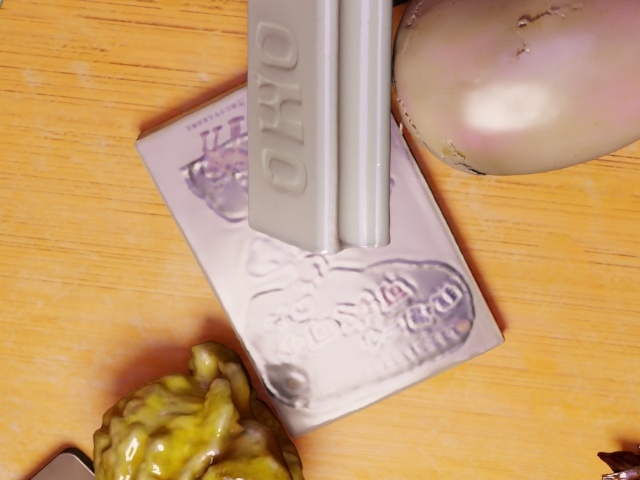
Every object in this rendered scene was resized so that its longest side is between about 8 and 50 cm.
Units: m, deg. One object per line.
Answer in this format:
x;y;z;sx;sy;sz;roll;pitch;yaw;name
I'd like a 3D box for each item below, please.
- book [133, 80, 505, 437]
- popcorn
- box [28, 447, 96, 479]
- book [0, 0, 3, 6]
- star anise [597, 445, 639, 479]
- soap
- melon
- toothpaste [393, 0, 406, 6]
0.000;0.000;1.834;0.260;0.043;0.371;-26;102;10;book
-0.120;0.238;1.826;0.237;0.206;0.252;21;96;35;popcorn
-0.292;0.295;1.945;0.126;0.031;0.091;-42;99;14;box
-0.436;-0.261;1.803;0.214;0.025;0.283;26;107;-4;book
0.378;0.253;1.870;0.167;0.057;0.168;-2;108;-5;star anise
-0.004;-0.133;1.696;0.087;0.160;0.266;-7;105;-29;soap
0.216;-0.178;1.671;0.316;0.223;0.223;-14;104;8;melon
0.075;-0.256;1.761;0.204;0.031;0.049;-20;91;11;toothpaste
